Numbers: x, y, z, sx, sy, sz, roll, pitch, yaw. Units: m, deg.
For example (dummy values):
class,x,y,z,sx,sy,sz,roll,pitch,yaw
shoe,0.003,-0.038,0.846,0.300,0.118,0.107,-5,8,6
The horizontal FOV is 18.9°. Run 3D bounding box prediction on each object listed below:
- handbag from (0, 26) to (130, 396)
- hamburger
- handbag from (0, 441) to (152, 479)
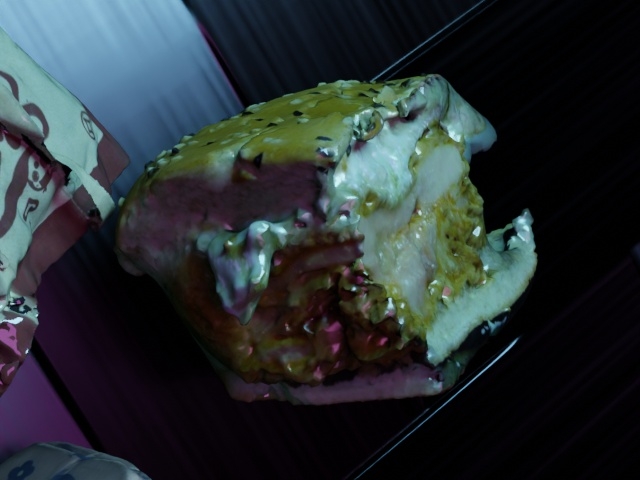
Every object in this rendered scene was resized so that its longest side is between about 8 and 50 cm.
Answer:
class,x,y,z,sx,sy,sz,roll,pitch,yaw
handbag,-0.224,-0.052,1.035,0.235,0.127,0.213,47,44,-25
hamburger,0.000,0.000,1.125,0.288,0.192,0.168,-35,115,-64
handbag,-0.144,0.261,1.038,0.251,0.190,0.193,-52,121,-25
